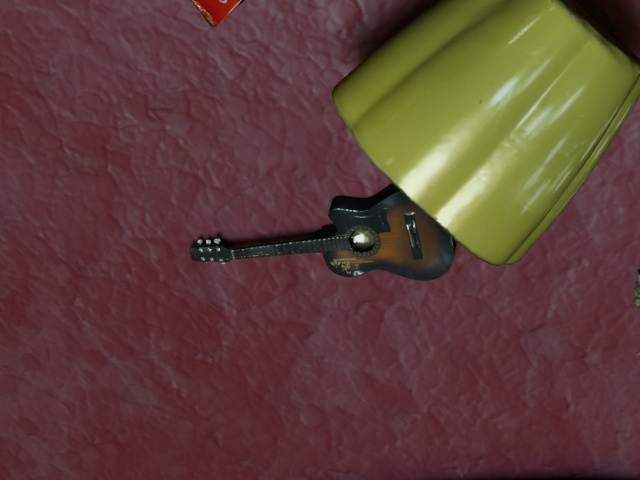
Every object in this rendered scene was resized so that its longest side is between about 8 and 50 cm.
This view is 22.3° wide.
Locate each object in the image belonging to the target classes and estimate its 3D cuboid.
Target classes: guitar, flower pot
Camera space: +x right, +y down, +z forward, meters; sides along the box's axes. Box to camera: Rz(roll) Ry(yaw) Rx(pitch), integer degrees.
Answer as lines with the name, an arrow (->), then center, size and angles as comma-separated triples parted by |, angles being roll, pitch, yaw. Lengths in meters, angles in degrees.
guitar -> 0.000, 0.000, 1.381 | 0.233, 0.025, 0.088 | -6, 120, 15
flower pot -> 0.136, -0.106, 1.206 | 0.195, 0.195, 0.179 | 40, 108, -14

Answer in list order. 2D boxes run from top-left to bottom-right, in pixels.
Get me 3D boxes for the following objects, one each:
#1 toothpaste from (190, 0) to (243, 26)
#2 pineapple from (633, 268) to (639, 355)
toothpaste -> -0.038, -0.234, 1.238 | 0.193, 0.045, 0.071 | -30, 112, 31
pineapple -> 0.365, 0.066, 1.290 | 0.233, 0.135, 0.079 | -9, 120, 14
